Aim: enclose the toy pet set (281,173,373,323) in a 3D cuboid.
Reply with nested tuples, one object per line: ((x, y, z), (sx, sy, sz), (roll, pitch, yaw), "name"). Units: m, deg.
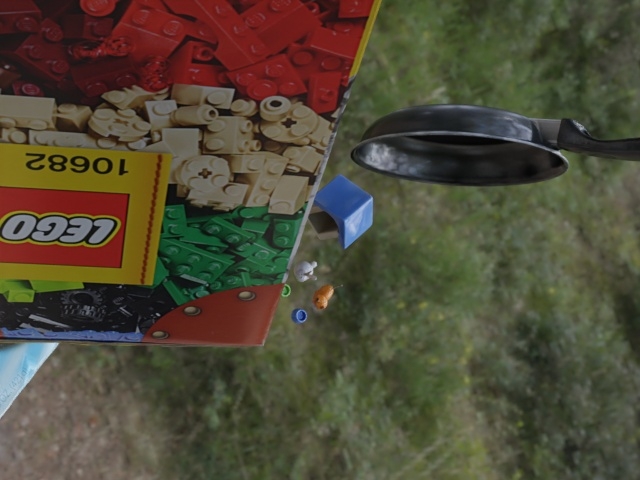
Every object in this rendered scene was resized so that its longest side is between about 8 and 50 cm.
((0.000, 0.000, 1.128), (0.114, 0.065, 0.122), (-40, 107, -28), "toy pet set")

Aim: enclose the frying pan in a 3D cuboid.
((0.157, -0.089, 1.001), (0.197, 0.326, 0.053), (10, 79, -28), "frying pan")

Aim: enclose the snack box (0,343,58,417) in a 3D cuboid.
((-0.302, 0.092, 0.703), (0.187, 0.060, 0.322), (43, 53, -15), "snack box")

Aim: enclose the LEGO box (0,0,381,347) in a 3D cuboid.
((-0.100, -0.259, 0.518), (0.372, 0.193, 0.500), (110, -21, -55), "LEGO box")
